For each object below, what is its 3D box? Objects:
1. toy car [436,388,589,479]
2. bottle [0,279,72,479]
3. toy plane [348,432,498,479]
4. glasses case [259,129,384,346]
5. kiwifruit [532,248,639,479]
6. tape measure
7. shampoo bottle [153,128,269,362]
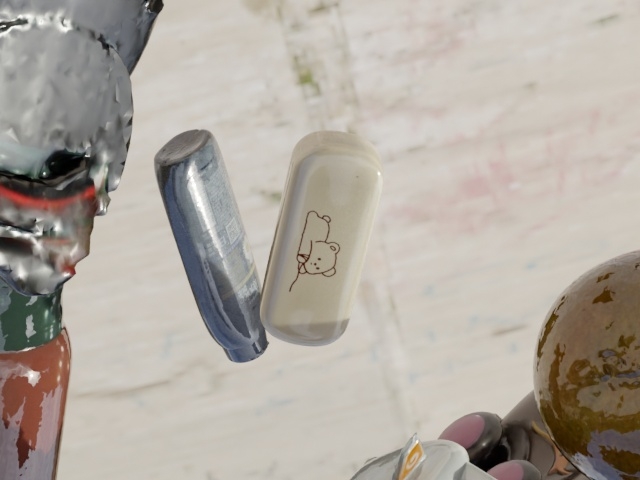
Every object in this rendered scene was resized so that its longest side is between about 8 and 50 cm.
[{"bbox_3d":[0.275,0.243,1.506,0.240,0.271,0.340,-38,-158,1],"label":"toy car"},{"bbox_3d":[-0.263,0.136,1.275,0.144,0.336,0.144,10,-159,-4],"label":"bottle"},{"bbox_3d":[0.036,0.253,1.241,0.117,0.244,0.245,29,-171,27],"label":"toy plane"},{"bbox_3d":[0.000,0.000,1.433,0.083,0.196,0.050,10,-153,-4],"label":"glasses case"},{"bbox_3d":[0.264,0.098,1.199,0.196,0.196,0.234,-22,168,32],"label":"kiwifruit"},{"bbox_3d":[-0.144,-0.104,0.554,0.202,0.222,0.135,9,-177,36],"label":"tape measure"},{"bbox_3d":[-0.100,0.010,1.591,0.049,0.233,0.087,1,-147,29],"label":"shampoo bottle"}]
